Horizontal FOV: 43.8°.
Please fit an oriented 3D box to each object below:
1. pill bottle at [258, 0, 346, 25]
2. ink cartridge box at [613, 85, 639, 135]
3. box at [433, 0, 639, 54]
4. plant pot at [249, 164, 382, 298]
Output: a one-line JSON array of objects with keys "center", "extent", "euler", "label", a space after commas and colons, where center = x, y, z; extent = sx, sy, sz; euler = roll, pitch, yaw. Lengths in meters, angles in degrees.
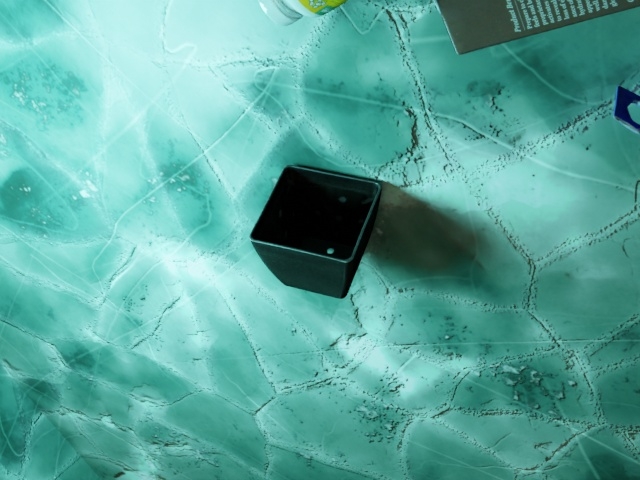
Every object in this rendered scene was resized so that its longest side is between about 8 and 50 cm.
[{"center": [0.007, -0.397, 1.153], "extent": [0.208, 0.117, 0.117], "euler": [-21, 115, 36], "label": "pill bottle"}, {"center": [0.575, -0.124, 1.002], "extent": [0.396, 0.270, 0.151], "euler": [7, 125, 20], "label": "ink cartridge box"}, {"center": [0.326, -0.386, 0.992], "extent": [0.382, 0.143, 0.191], "euler": [-9, 128, 29], "label": "box"}, {"center": [0.000, 0.000, 1.446], "extent": [0.188, 0.188, 0.167], "euler": [12, 142, 16], "label": "plant pot"}]
